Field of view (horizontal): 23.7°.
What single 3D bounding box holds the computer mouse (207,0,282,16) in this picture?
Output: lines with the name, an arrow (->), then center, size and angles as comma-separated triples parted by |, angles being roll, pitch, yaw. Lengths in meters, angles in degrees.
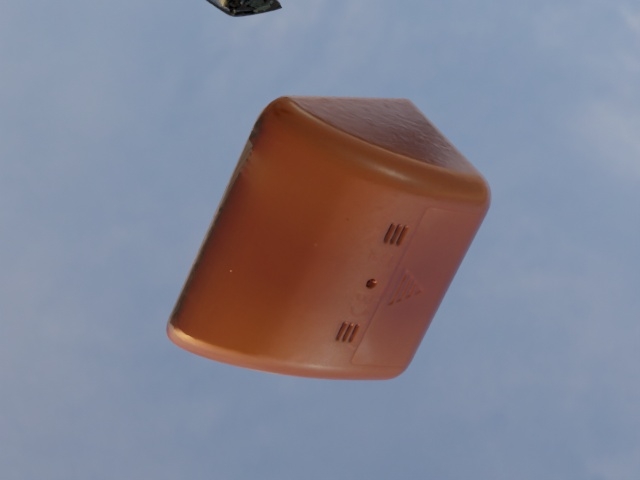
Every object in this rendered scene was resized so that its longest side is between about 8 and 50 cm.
computer mouse -> -0.119, -0.329, 1.603 | 0.146, 0.077, 0.241 | -45, -97, -4

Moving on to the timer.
timer -> 0.000, 0.000, 1.420 | 0.250, 0.257, 0.161 | 6, -152, -43
